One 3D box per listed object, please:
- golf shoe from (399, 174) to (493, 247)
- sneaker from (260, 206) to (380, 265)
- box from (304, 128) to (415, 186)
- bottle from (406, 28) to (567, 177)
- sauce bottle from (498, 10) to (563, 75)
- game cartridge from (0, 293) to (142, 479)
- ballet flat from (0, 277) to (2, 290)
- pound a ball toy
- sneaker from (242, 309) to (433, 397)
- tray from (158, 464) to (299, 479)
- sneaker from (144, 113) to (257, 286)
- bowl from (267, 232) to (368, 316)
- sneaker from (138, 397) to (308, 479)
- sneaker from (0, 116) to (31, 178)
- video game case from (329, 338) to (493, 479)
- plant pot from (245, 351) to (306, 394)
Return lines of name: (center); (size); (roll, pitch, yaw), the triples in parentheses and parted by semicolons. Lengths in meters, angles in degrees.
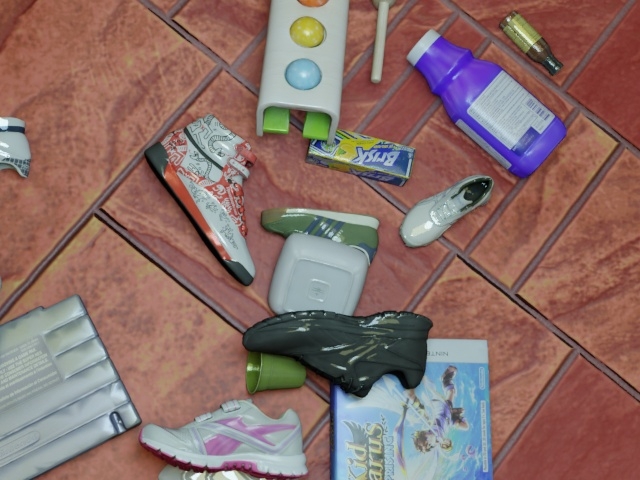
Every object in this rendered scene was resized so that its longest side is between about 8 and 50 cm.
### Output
golf shoe: (0.203, -0.055, 1.798); (0.176, 0.086, 0.069); (-36, 87, -12)
sneaker: (0.000, 0.000, 1.768); (0.192, 0.064, 0.086); (5, 73, -10)
box: (0.064, -0.137, 1.809); (0.169, 0.059, 0.054); (13, 76, -4)
bottle: (0.266, -0.231, 1.839); (0.283, 0.092, 0.118); (41, 75, 2)
sauce bottle: (0.359, -0.332, 1.901); (0.042, 0.042, 0.128); (-41, 88, -14)
game cartridge: (-0.473, 0.251, 1.658); (0.355, 0.068, 0.230); (-26, 79, -12)
ballet flat: (-0.533, 0.044, 1.638); (0.123, 0.123, 0.348); (-28, 66, -12)
pound a ball toy: (0.017, -0.316, 1.775); (0.208, 0.136, 0.319); (7, 63, -2)
sneaker: (0.027, 0.167, 1.657); (0.286, 0.109, 0.130); (2, 83, -5)
tray: (-0.100, 0.395, 1.690); (0.270, 0.030, 0.145); (43, 75, 3)
sneaker: (-0.144, -0.072, 1.752); (0.145, 0.090, 0.270); (-35, 82, -11)
bowl: (-0.003, 0.071, 1.731); (0.142, 0.053, 0.142); (16, 105, -6)
sneaker: (-0.139, 0.286, 1.648); (0.252, 0.103, 0.111); (9, 73, -12)
sneaker: (-0.565, -0.129, 1.715); (0.235, 0.090, 0.095); (-7, 89, -8)
video game case: (0.138, 0.285, 1.724); (0.244, 0.061, 0.269); (1, 75, -7)
plant pot: (-0.065, 0.197, 1.718); (0.079, 0.083, 0.083); (7, 77, -19)
